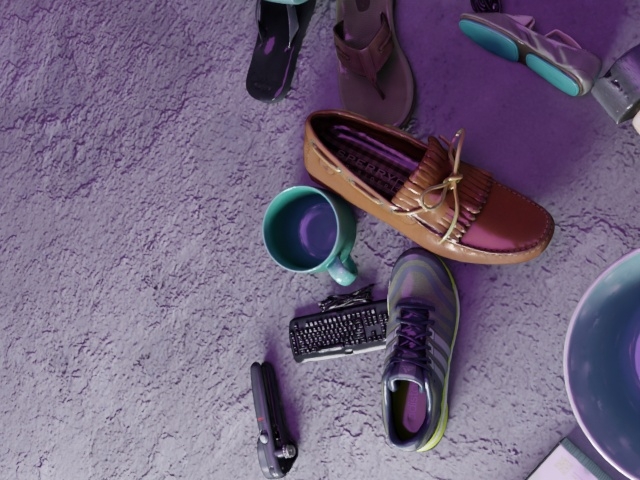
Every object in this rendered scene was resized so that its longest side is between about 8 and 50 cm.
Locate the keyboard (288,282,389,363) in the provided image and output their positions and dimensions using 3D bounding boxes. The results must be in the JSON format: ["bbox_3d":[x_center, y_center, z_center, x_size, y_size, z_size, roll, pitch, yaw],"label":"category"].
[{"bbox_3d":[0.031,0.127,1.399,0.192,0.038,0.100,-14,82,22],"label":"keyboard"}]

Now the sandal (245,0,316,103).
[{"bbox_3d":[-0.066,-0.347,1.454,0.097,0.054,0.255,8,91,25],"label":"sandal"}]

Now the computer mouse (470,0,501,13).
[{"bbox_3d":[0.313,-0.441,1.287,0.262,0.060,0.184,-24,82,34],"label":"computer mouse"}]

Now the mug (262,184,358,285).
[{"bbox_3d":[-0.009,-0.003,1.389,0.129,0.097,0.158,-11,84,23],"label":"mug"}]

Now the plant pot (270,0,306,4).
[{"bbox_3d":[-0.066,-0.485,1.313,0.235,0.293,0.293,41,104,5],"label":"plant pot"}]

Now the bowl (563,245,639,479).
[{"bbox_3d":[0.469,0.151,1.128,0.311,0.163,0.312,-1,87,24],"label":"bowl"}]

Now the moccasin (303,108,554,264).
[{"bbox_3d":[0.146,-0.084,1.280,0.380,0.147,0.139,32,73,19],"label":"moccasin"}]

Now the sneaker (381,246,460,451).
[{"bbox_3d":[0.138,0.159,1.295,0.111,0.121,0.300,-1,89,13],"label":"sneaker"}]

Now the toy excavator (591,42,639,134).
[{"bbox_3d":[0.606,-0.246,1.032,0.222,0.432,0.445,57,137,16],"label":"toy excavator"}]

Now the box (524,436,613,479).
[{"bbox_3d":[0.314,0.465,1.245,0.232,0.058,0.322,43,104,20],"label":"box"}]

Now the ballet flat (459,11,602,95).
[{"bbox_3d":[0.297,-0.277,1.287,0.213,0.072,0.068,35,80,19],"label":"ballet flat"}]

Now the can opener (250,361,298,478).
[{"bbox_3d":[-0.082,0.281,1.431,0.073,0.059,0.186,-14,82,24],"label":"can opener"}]

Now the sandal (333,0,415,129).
[{"bbox_3d":[0.063,-0.302,1.376,0.120,0.086,0.303,-12,83,24],"label":"sandal"}]
